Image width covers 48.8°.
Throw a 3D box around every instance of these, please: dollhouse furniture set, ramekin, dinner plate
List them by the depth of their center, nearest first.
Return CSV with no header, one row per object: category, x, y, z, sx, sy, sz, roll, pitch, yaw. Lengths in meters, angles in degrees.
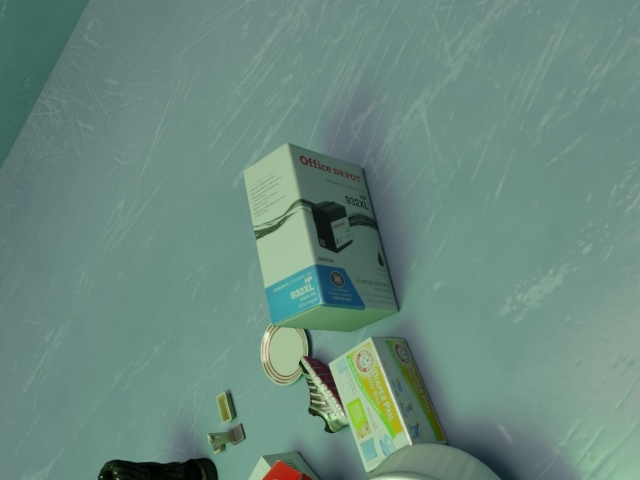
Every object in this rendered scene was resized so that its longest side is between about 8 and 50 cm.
ramekin,0.170,0.445,1.066,0.277,0.135,0.278,9,110,25
dinner plate,-0.073,0.230,1.470,0.141,0.017,0.141,-9,76,41
dollhouse furniture set,-0.235,0.399,1.546,0.091,0.081,0.114,-37,60,32

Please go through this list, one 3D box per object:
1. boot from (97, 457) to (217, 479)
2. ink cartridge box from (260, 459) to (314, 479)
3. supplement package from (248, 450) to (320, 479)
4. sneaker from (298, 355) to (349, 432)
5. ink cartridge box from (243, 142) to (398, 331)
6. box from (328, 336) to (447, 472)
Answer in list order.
boot,-0.340,0.631,1.480,0.131,0.260,0.348,-28,65,36
ink cartridge box,-0.020,0.509,1.244,0.231,0.078,0.134,35,112,-3
supplement package,-0.089,0.518,1.375,0.105,0.105,0.179,41,110,38
sneaker,-0.001,0.299,1.359,0.075,0.063,0.170,-50,58,17
ink cartridge box,0.000,0.000,1.302,0.129,0.223,0.308,-28,64,35
box,0.114,0.281,1.229,0.114,0.103,0.203,-39,59,31
